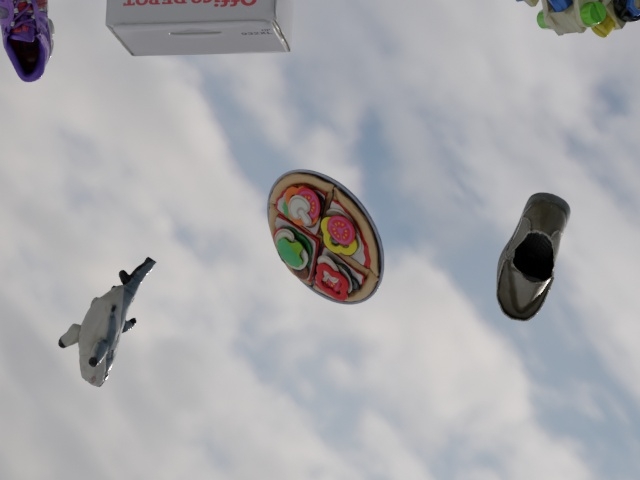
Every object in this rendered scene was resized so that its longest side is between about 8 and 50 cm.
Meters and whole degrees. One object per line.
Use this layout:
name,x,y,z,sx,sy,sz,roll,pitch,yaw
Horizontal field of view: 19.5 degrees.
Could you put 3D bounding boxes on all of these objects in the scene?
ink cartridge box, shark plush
ink cartridge box,-0.148,-0.402,2.417,0.129,0.223,0.307,55,36,-73
shark plush,-0.246,0.091,2.201,0.073,0.161,0.067,9,-17,41

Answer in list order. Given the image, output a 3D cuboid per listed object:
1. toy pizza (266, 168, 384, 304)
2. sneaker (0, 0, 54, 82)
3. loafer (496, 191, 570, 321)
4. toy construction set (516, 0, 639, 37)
toy pizza,0.000,0.000,2.470,0.201,0.032,0.201,26,-47,31
sneaker,-0.299,-0.237,1.880,0.071,0.068,0.170,-105,-176,-55
loafer,0.316,0.038,2.866,0.094,0.087,0.251,17,-46,10
toy construction set,0.377,-0.400,2.472,0.215,0.327,0.151,47,-5,-20
